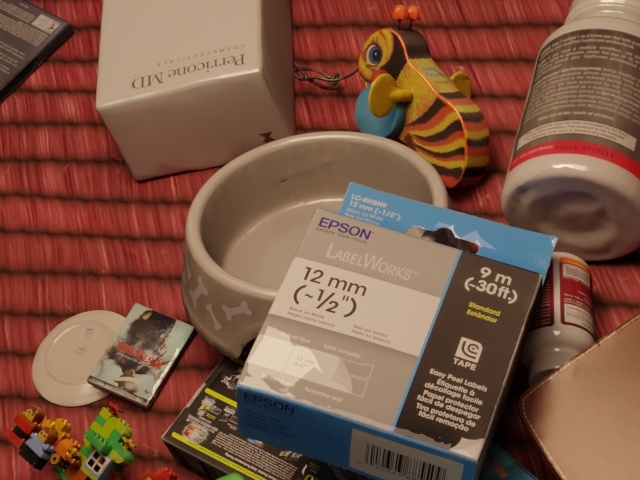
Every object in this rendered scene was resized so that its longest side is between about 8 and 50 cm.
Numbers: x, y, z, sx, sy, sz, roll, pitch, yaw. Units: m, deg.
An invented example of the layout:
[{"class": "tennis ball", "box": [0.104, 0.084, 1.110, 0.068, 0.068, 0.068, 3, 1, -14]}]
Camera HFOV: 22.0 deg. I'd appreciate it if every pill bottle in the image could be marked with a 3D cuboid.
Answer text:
[{"class": "pill bottle", "box": [0.260, 0.095, 1.824, 0.086, 0.086, 0.152, -7, 51, 14]}, {"class": "pill bottle", "box": [0.327, -0.149, 1.935, 0.176, 0.176, 0.318, 4, 55, 22]}]

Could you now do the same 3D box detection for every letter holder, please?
[{"class": "letter holder", "box": [0.361, 0.241, 1.634, 0.214, 0.152, 0.302, -34, 50, -6]}]

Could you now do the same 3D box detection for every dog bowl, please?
[{"class": "dog bowl", "box": [0.000, 0.000, 1.930, 0.348, 0.102, 0.349, -6, 39, 5]}]

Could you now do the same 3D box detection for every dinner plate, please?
[{"class": "dinner plate", "box": [-0.292, 0.141, 2.030, 0.141, 0.017, 0.141, -9, 49, 11]}]

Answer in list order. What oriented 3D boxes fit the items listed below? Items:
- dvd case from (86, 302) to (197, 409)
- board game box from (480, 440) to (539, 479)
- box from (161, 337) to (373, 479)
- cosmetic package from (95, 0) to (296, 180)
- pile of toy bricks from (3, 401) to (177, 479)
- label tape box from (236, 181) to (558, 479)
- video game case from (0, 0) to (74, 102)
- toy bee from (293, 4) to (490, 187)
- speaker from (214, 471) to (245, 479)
[{"class": "dvd case", "box": [-0.216, 0.139, 1.994, 0.087, 0.013, 0.119, 22, 63, 18]}, {"class": "board game box", "box": [0.089, 0.350, 1.609, 0.336, 0.079, 0.254, -32, 15, -6]}, {"class": "box", "box": [-0.011, 0.205, 1.851, 0.270, 0.060, 0.216, 22, 63, 32]}, {"class": "cosmetic package", "box": [-0.167, -0.318, 2.253, 0.230, 0.161, 0.453, -12, 51, 10]}, {"class": "pile of toy bricks", "box": [-0.252, 0.235, 1.864, 0.212, 0.118, 0.105, 35, 89, 36]}, {"class": "label tape box", "box": [0.089, 0.073, 1.700, 0.249, 0.115, 0.348, 16, 58, 11]}, {"class": "video game case", "box": [-0.518, -0.254, 2.416, 0.196, 0.026, 0.274, 29, 68, 35]}, {"class": "toy bee", "box": [0.099, -0.201, 2.045, 0.298, 0.162, 0.195, 28, 26, 12]}, {"class": "speaker", "box": [-0.174, 0.374, 1.727, 0.296, 0.131, 0.131, -36, 50, -10]}]
